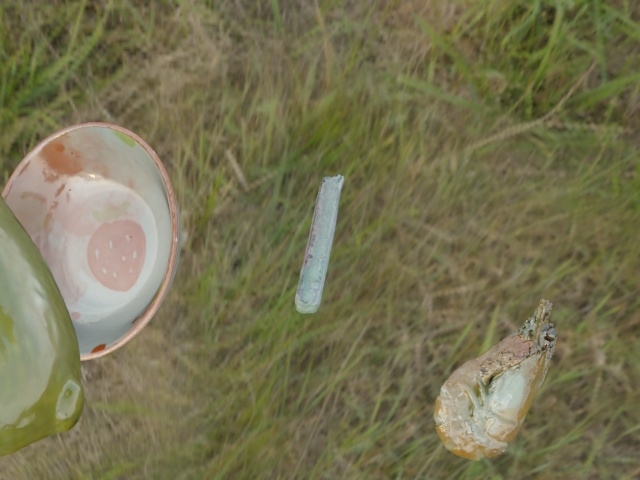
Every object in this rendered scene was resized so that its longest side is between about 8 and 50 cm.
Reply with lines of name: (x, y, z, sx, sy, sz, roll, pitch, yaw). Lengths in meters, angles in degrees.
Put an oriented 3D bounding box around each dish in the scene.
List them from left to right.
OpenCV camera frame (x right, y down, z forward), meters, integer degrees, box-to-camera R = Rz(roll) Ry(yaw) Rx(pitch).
dish: (-0.240, 0.004, 1.525, 0.260, 0.085, 0.260, -5, 80, 30)

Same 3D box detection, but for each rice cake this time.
rice cake: (0.000, 0.000, 1.768, 0.033, 0.033, 0.208, 11, 59, 1)

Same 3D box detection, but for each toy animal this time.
toy animal: (-0.303, -0.008, 0.996, 0.180, 0.181, 0.363, -24, 91, 31)

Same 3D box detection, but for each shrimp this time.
shrimp: (0.180, 0.138, 1.363, 0.091, 0.043, 0.184, 33, 102, -7)
